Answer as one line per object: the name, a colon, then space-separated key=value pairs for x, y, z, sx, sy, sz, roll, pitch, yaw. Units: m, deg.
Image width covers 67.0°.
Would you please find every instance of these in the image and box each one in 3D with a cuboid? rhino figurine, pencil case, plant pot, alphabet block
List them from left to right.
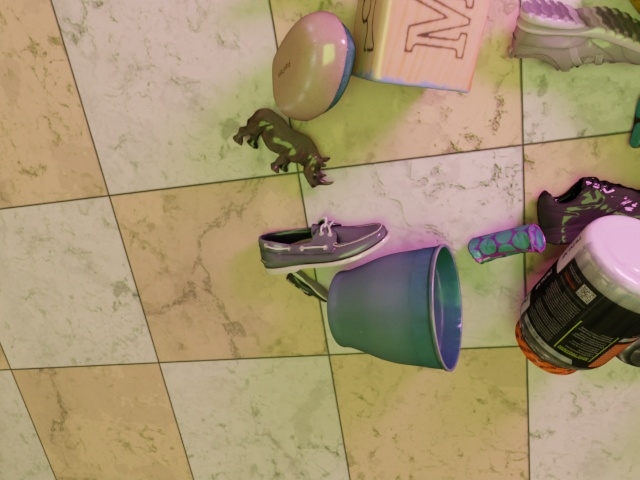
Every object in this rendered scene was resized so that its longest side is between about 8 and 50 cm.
rhino figurine: x=-0.069 y=-0.201 z=1.090 sx=0.243 sy=0.073 sz=0.106 roll=36 pitch=114 yaw=-6
plant pot: x=0.164 y=0.152 z=1.093 sx=0.256 sy=0.272 sz=0.271 roll=-5 pitch=109 yaw=28
alphabet block: x=0.174 y=-0.392 z=0.896 sx=0.194 sy=0.192 sz=0.197 roll=2 pitch=113 yaw=-14
pencil case: x=0.407 y=0.011 z=1.062 sx=0.152 sy=0.070 sz=0.064 roll=-19 pitch=132 yaw=44

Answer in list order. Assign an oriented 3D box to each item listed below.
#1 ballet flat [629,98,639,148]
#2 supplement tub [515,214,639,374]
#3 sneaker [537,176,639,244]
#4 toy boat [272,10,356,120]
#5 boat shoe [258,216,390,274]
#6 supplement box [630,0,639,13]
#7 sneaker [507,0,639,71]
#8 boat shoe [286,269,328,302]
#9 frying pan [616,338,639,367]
ballet flat: x=0.658 y=-0.244 z=0.977 sx=0.041 sy=0.041 sz=0.114 roll=6 pitch=111 yaw=7
supplement tub: x=0.552 y=0.128 z=0.986 sx=0.207 sy=0.207 sz=0.337 roll=18 pitch=138 yaw=3
sneaker: x=0.600 y=-0.079 z=1.010 sx=0.287 sy=0.109 sz=0.130 roll=-13 pitch=101 yaw=12
toy boat: x=0.000 y=-0.400 z=0.946 sx=0.148 sy=0.268 sz=0.317 roll=-2 pitch=94 yaw=-24
boat shoe: x=0.000 y=0.000 z=1.129 sx=0.320 sy=0.116 sz=0.098 roll=-13 pitch=111 yaw=19
supplement box: x=0.712 y=-0.411 z=0.820 sx=0.195 sy=0.194 sz=0.356 roll=-40 pitch=100 yaw=20
sneaker: x=0.504 y=-0.381 z=0.936 sx=0.282 sy=0.105 sz=0.115 roll=13 pitch=145 yaw=0
boat shoe: x=-0.031 y=0.118 z=1.213 sx=0.125 sy=0.046 sz=0.038 roll=36 pitch=111 yaw=-1
frying pan: x=0.775 y=0.194 z=1.037 sx=0.198 sy=0.053 sz=0.326 roll=13 pitch=139 yaw=-9
